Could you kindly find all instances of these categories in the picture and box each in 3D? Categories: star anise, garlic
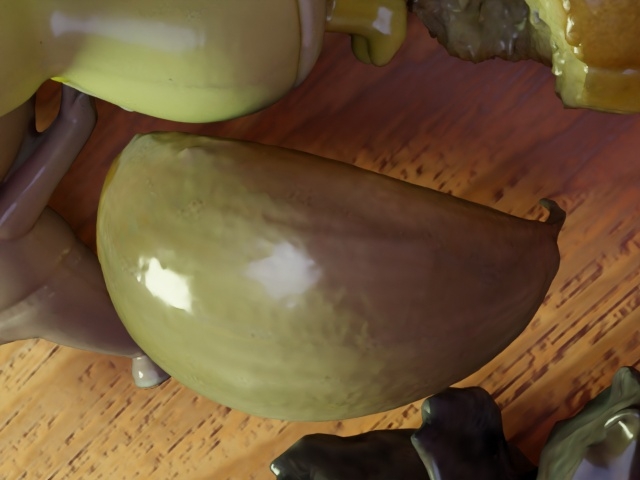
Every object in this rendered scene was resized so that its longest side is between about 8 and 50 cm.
[{"bbox_3d":[0.116,0.200,0.687,0.315,0.139,0.359,29,125,10],"label":"star anise"},{"bbox_3d":[0.004,0.008,0.611,0.244,0.164,0.145,8,124,1],"label":"garlic"}]

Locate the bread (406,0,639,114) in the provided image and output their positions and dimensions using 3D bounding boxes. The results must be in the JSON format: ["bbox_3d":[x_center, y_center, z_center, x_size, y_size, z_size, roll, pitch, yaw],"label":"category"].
[{"bbox_3d":[0.144,-0.228,0.531,0.195,0.149,0.344,9,108,10],"label":"bread"}]

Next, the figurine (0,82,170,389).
[{"bbox_3d":[-0.206,-0.006,0.661,0.176,0.186,0.287,-3,121,32],"label":"figurine"}]

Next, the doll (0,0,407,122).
[{"bbox_3d":[-0.108,-0.106,0.576,0.296,0.141,0.117,-15,145,-14],"label":"doll"}]
